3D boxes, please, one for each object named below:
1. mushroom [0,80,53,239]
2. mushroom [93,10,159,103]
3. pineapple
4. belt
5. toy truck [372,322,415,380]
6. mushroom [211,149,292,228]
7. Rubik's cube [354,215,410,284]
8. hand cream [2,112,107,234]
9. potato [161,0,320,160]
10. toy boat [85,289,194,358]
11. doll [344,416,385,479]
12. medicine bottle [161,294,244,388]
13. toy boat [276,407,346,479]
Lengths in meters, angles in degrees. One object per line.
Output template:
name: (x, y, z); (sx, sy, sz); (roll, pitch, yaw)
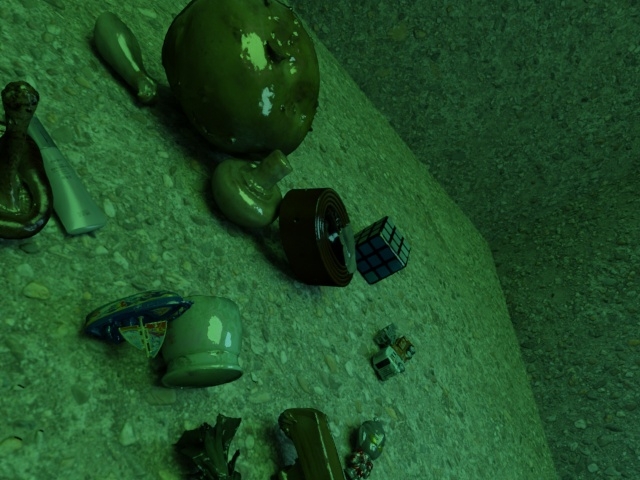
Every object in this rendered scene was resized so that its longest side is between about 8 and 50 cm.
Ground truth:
mushroom: (-0.465, -0.133, 0.637); (0.148, 0.217, 0.227); (-14, 73, -52)
mushroom: (-0.470, -0.446, 1.052); (0.225, 0.093, 0.116); (54, 9, 3)
pineapple: (-0.141, 0.431, 0.706); (0.130, 0.119, 0.277); (-16, 73, -40)
belt: (0.000, 0.000, 1.196); (0.338, 0.122, 0.217); (64, 37, -44)
toy truck: (0.221, 0.351, 1.352); (0.115, 0.080, 0.178); (54, 28, 3)
mushroom: (-0.167, -0.128, 1.116); (0.206, 0.209, 0.206); (-5, 90, -71)
Rubik's cube: (0.210, 0.035, 1.547); (0.160, 0.162, 0.163); (52, 29, -11)
hand cream: (-0.484, -0.126, 0.781); (0.079, 0.048, 0.255); (-32, 92, -52)
potato: (-0.169, -0.385, 1.146); (0.442, 0.385, 0.319); (12, 52, -58)
toy boat: (-0.286, 0.143, 0.698); (0.091, 0.175, 0.110); (74, -7, -61)
doll: (0.114, 0.511, 1.055); (0.094, 0.079, 0.180); (53, 42, -10)
medicine bottle: (-0.216, 0.190, 0.783); (0.147, 0.147, 0.143); (24, 47, -45)
toy boat: (-0.013, 0.489, 0.831); (0.089, 0.121, 0.321); (51, 20, -67)
